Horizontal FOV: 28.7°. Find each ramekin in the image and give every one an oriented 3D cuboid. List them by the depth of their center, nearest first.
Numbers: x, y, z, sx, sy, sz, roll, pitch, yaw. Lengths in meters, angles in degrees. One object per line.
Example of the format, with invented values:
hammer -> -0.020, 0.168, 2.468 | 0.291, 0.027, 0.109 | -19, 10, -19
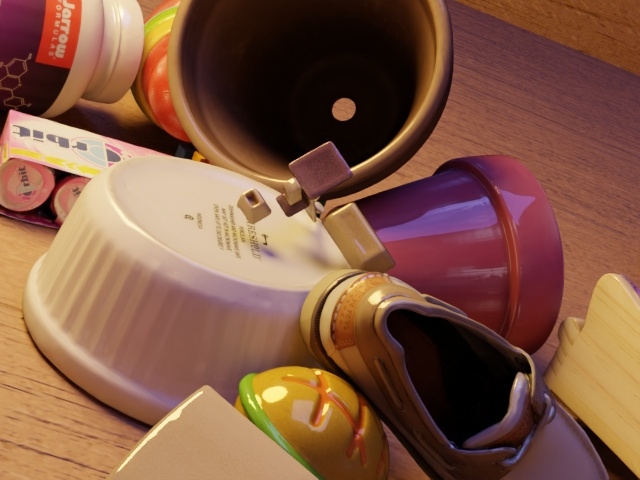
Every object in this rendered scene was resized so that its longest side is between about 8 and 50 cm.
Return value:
ramekin -> -0.096, 0.035, 1.024 | 0.273, 0.127, 0.273 | 20, 22, -8

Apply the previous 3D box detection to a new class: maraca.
maraca -> 0.004, 0.152, 0.906 | 0.186, 0.099, 0.127 | 37, 16, -51

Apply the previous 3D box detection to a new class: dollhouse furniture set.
dollhouse furniture set -> 0.000, 0.000, 1.020 | 0.114, 0.091, 0.081 | 56, -10, 17

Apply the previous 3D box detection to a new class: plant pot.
plant pot -> -0.080, 0.174, 0.765 | 0.109, 0.109, 0.096 | 36, 38, 28
plant pot -> 0.102, 0.023, 1.191 | 0.180, 0.201, 0.201 | -5, 32, -24
plant pot -> 0.007, -0.156, 1.225 | 0.263, 0.263, 0.229 | 29, -1, 13

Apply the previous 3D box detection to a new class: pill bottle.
pill bottle -> -0.354, -0.228, 1.295 | 0.323, 0.181, 0.181 | 7, 27, -36

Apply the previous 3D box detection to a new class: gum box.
gum box -> -0.222, -0.055, 1.190 | 0.188, 0.062, 0.107 | 15, 23, -20

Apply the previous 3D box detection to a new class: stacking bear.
stacking bear -> -0.134, -0.185, 1.402 | 0.164, 0.175, 0.289 | -13, 18, -3

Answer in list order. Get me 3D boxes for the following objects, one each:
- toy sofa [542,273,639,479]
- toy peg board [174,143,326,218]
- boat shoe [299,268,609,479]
toy sofa -> 0.352, 0.188, 1.062 | 0.150, 0.177, 0.362 | 7, 26, -35
toy peg board -> -0.076, -0.057, 1.322 | 0.161, 0.079, 0.160 | 8, 27, -36
boat shoe -> 0.119, 0.133, 0.941 | 0.302, 0.113, 0.103 | 36, -13, -23
